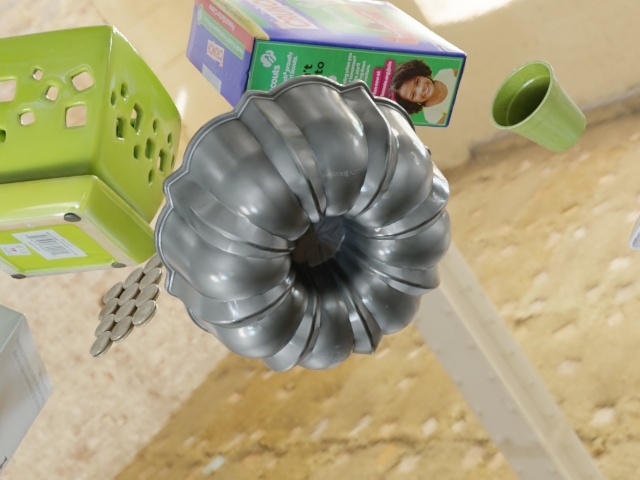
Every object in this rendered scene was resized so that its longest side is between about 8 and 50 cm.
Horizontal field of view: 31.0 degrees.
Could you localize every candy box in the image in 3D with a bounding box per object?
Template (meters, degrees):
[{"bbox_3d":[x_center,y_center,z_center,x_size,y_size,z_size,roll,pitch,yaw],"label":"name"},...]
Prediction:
[{"bbox_3d":[-0.001,-0.263,1.631,0.317,0.122,0.268,-1,-153,-24],"label":"candy box"}]

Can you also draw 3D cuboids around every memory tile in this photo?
[{"bbox_3d":[-0.239,0.080,1.447,0.113,0.012,0.148,-35,-154,20],"label":"memory tile"}]

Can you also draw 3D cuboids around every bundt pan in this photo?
[{"bbox_3d":[0.000,0.000,1.213,0.331,0.330,0.124,-36,-145,-4],"label":"bundt pan"}]

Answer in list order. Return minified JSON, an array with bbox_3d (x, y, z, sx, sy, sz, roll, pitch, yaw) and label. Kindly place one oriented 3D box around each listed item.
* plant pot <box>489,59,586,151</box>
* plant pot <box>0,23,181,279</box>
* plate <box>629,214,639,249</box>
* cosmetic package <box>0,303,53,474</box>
[{"bbox_3d":[0.235,-0.134,1.211,0.083,0.079,0.083,-35,-142,34],"label":"plant pot"},{"bbox_3d":[-0.293,-0.084,1.270,0.227,0.228,0.207,-6,-112,12],"label":"plant pot"},{"bbox_3d":[0.441,-0.099,1.049,0.277,0.045,0.278,-7,145,-16],"label":"plate"},{"bbox_3d":[-0.528,0.121,1.354,0.217,0.385,0.156,98,16,-59],"label":"cosmetic package"}]
